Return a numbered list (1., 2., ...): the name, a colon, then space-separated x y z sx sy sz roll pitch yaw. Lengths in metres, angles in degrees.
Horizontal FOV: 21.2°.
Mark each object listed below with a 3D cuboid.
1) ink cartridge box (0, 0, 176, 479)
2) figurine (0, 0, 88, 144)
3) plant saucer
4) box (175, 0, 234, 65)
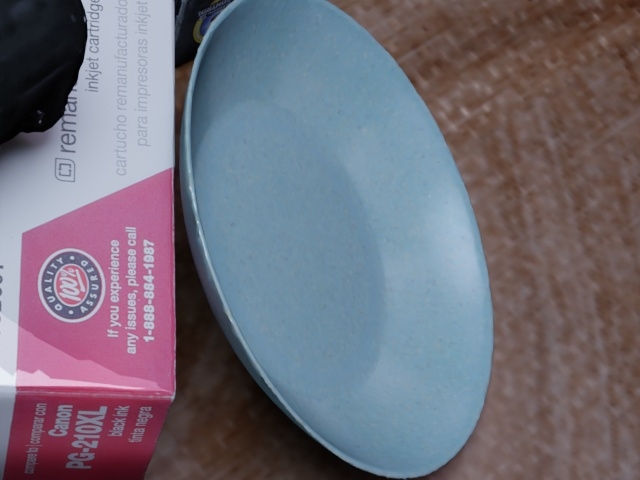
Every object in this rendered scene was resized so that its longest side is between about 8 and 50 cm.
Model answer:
1. ink cartridge box: -0.176 -0.008 0.621 0.237 0.100 0.172 3 63 -12
2. figurine: -0.214 -0.063 0.505 0.215 0.092 0.209 38 48 7
3. plant saucer: 0.000 0.000 0.658 0.195 0.037 0.195 32 47 -43
4. box: -0.053 -0.236 0.789 0.216 0.060 0.270 -31 75 -24
